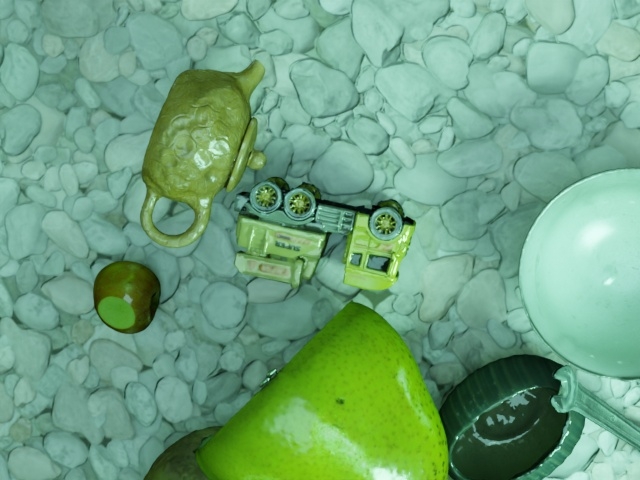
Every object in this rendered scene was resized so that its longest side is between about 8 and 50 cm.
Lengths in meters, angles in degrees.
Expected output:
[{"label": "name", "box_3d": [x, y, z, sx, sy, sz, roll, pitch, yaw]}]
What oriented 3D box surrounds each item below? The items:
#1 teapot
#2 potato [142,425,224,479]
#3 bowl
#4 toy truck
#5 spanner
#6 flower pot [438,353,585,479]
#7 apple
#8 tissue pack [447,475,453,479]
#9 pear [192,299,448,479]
[{"label": "teapot", "box_3d": [-0.163, -0.131, 1.741, 0.167, 0.203, 0.311, 21, 82, -3]}, {"label": "potato", "box_3d": [-0.146, 0.433, 1.799, 0.237, 0.301, 0.288, -27, 93, -10]}, {"label": "bowl", "box_3d": [0.445, 0.042, 1.741, 0.314, 0.146, 0.313, 1, 97, 5]}, {"label": "toy truck", "box_3d": [0.000, 0.000, 1.785, 0.272, 0.124, 0.157, 12, 98, 4]}, {"label": "spanner", "box_3d": [0.430, 0.265, 1.752, 0.302, 0.017, 0.071, 32, 67, -36]}, {"label": "flower pot", "box_3d": [0.286, 0.277, 1.783, 0.243, 0.157, 0.189, -34, 95, 8]}, {"label": "apple", "box_3d": [-0.304, 0.087, 1.840, 0.102, 0.099, 0.114, 13, 124, 9]}, {"label": "tissue pack", "box_3d": [0.151, 0.477, 1.821, 0.125, 0.159, 0.234, 44, 99, -2]}, {"label": "pear", "box_3d": [0.045, 0.288, 1.701, 0.318, 0.238, 0.342, 47, 59, 0]}]
